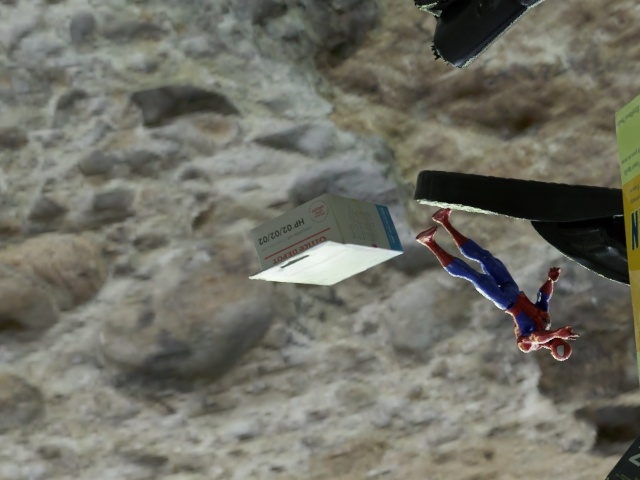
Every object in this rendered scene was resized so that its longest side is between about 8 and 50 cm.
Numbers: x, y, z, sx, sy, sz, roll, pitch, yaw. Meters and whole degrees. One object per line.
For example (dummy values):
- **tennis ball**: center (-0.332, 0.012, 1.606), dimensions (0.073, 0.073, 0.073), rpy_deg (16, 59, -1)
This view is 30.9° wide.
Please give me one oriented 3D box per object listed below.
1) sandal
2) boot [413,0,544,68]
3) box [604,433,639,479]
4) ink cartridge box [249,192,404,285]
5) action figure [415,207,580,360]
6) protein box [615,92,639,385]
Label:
- **sandal**: center (0.317, -0.005, 1.328), dimensions (0.445, 0.107, 0.167), rpy_deg (9, 1, 30)
- **boot**: center (0.181, -0.323, 1.199), dimensions (0.094, 0.247, 0.207), rpy_deg (16, -32, -38)
- **box**: center (0.370, 0.396, 1.131), dimensions (0.097, 0.395, 0.318), rpy_deg (40, -96, -28)
- **ink cartridge box**: center (0.000, 0.000, 1.243), dimensions (0.104, 0.062, 0.181), rpy_deg (-26, -16, 25)
- **action figure**: center (0.278, 0.059, 1.626), dimensions (0.280, 0.091, 0.139), rpy_deg (47, -37, -10)
- **protein box**: center (0.293, 0.002, 0.654), dimensions (0.201, 0.200, 0.136), rpy_deg (-1, -10, -6)
